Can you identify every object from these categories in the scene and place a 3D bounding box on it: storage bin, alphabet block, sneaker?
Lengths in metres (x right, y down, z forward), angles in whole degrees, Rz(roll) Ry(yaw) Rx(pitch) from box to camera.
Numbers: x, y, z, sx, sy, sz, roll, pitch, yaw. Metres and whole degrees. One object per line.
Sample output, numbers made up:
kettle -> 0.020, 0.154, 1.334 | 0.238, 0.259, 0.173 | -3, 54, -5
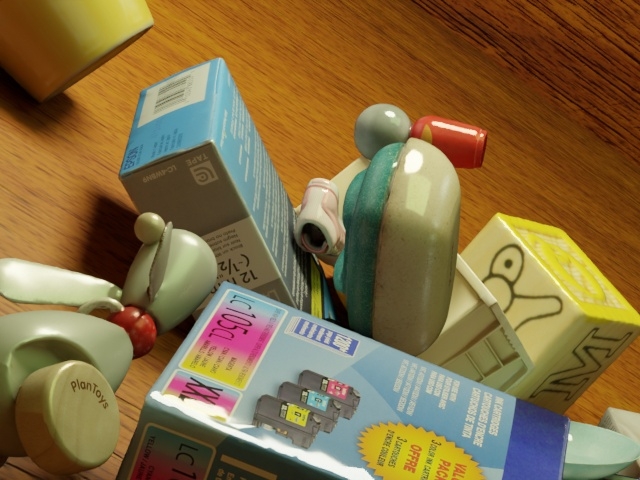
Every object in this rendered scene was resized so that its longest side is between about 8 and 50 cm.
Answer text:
storage bin -> 0.112, 0.059, 2.092 | 0.262, 0.123, 0.260 | 52, 0, 28
alphabet block -> 0.259, 0.106, 2.253 | 0.192, 0.197, 0.193 | 51, 22, 26
sneaker -> 0.000, 0.000, 1.931 | 0.051, 0.134, 0.070 | 6, 52, 13

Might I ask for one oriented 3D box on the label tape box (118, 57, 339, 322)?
label tape box -> -0.086, 0.010, 1.894 | 0.249, 0.115, 0.348 | -92, 160, -65

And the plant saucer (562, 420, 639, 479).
plant saucer -> 0.277, 0.249, 2.059 | 0.195, 0.037, 0.195 | 5, 8, -1

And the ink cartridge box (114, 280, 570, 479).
ink cartridge box -> 0.050, 0.208, 1.450 | 0.395, 0.151, 0.270 | 23, 23, 2

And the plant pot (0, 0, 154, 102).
plant pot -> -0.322, -0.297, 2.004 | 0.239, 0.254, 0.254 | 56, 18, -5

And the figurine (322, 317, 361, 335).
figurine -> 0.076, 0.197, 1.779 | 0.209, 0.092, 0.215 | 48, -14, 56

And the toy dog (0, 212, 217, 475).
toy dog -> -0.208, 0.057, 1.397 | 0.334, 0.220, 0.161 | -77, 146, -68

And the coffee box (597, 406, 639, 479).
coffee box -> 0.438, 0.348, 2.127 | 0.168, 0.119, 0.297 | 14, 28, -19

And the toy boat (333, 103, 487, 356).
toy boat -> 0.080, -0.026, 1.883 | 0.148, 0.267, 0.318 | 10, 45, 9

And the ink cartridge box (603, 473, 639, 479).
ink cartridge box -> 0.315, 0.309, 1.975 | 0.223, 0.045, 0.224 | 10, 10, 23
